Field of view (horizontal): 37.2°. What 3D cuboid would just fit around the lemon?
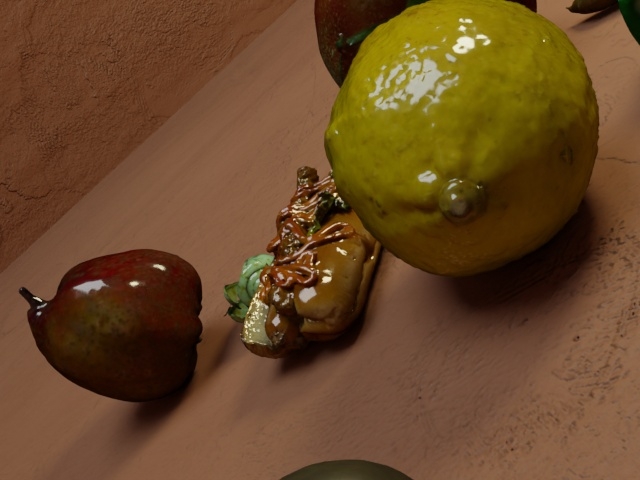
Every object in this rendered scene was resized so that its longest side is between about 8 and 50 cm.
[{"bbox_3d":[0.137,-0.098,0.929,0.268,0.268,0.322,-28,27,34],"label":"lemon"}]

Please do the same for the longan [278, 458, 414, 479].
[{"bbox_3d":[0.012,0.234,0.619,0.189,0.189,0.189,-36,21,16],"label":"longan"}]

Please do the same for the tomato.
[{"bbox_3d":[0.141,-0.314,1.305,0.303,0.303,0.239,-36,17,16],"label":"tomato"}]

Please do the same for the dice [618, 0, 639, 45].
[{"bbox_3d":[0.394,-0.268,0.991,0.128,0.120,0.131,-18,34,45],"label":"dice"}]

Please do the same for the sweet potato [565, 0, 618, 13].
[{"bbox_3d":[0.422,-0.356,1.199,0.273,0.067,0.067,-28,25,39],"label":"sweet potato"}]

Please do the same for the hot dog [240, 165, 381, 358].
[{"bbox_3d":[0.000,0.000,1.176,0.158,0.117,0.349,-27,25,34],"label":"hot dog"}]

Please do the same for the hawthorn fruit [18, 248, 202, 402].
[{"bbox_3d":[-0.283,0.106,1.281,0.208,0.248,0.208,-170,90,-79],"label":"hawthorn fruit"}]

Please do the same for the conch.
[{"bbox_3d":[-0.090,0.066,1.284,0.105,0.079,0.170,-38,5,-4],"label":"conch"}]
